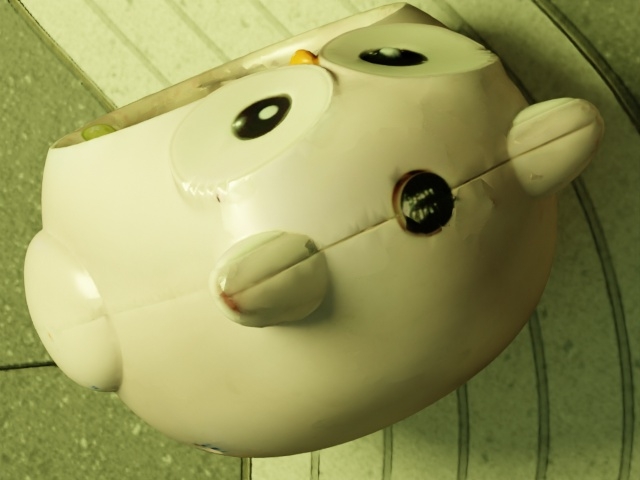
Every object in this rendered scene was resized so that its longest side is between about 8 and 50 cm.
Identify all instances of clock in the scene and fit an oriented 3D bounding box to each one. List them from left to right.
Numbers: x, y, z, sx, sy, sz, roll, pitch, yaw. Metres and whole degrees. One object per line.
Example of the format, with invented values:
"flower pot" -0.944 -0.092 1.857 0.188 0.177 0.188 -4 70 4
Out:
"clock" 0.000 0.000 1.119 0.251 0.368 0.376 68 161 -9
